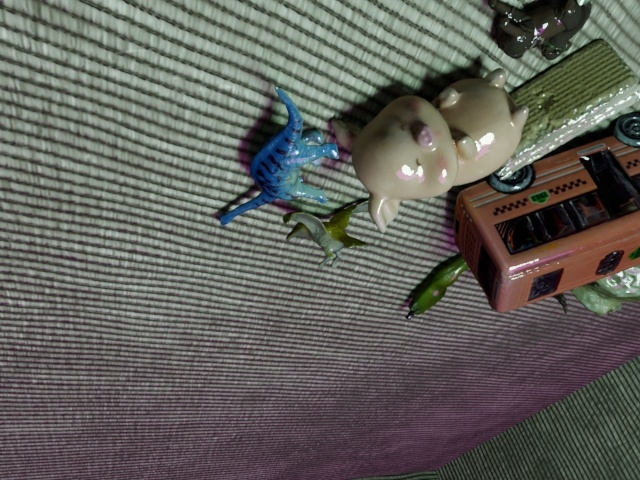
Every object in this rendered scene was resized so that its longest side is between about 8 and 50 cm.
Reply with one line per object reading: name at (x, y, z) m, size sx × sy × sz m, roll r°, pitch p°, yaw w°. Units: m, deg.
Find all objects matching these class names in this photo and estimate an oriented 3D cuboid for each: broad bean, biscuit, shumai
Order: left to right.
broad bean at (0.253, 0.102, 1.467) m, size 0.070 × 0.048 × 0.213 m, roll -2°, pitch 143°, yaw -49°
biscuit at (0.350, -0.196, 1.011) m, size 0.239 × 0.108 × 0.062 m, roll -32°, pitch 145°, yaw 17°
shumai at (0.606, 0.078, 1.375) m, size 0.261 × 0.225 × 0.221 m, roll -24°, pitch 134°, yaw -56°

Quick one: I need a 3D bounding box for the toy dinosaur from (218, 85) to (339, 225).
toy dinosaur at (-0.044, -0.110, 0.949) m, size 0.144 × 0.076 × 0.329 m, roll -5°, pitch 155°, yaw -25°

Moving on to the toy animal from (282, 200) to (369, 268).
toy animal at (0.000, 0.000, 1.106) m, size 0.219 × 0.095 × 0.155 m, roll -6°, pitch 160°, yaw -47°

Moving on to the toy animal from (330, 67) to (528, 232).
toy animal at (0.159, -0.141, 0.947) m, size 0.250 × 0.166 × 0.154 m, roll -21°, pitch 157°, yaw -9°

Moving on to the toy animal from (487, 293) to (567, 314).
toy animal at (0.426, 0.095, 1.427) m, size 0.160 × 0.197 × 0.272 m, roll -24°, pitch 155°, yaw -7°

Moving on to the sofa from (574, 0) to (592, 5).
sofa at (0.307, -0.382, 0.638) m, size 0.210 × 0.176 × 0.225 m, roll -18°, pitch 149°, yaw -5°

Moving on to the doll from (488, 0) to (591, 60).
doll at (0.297, -0.288, 0.895) m, size 0.139 × 0.057 × 0.165 m, roll -29°, pitch 153°, yaw 7°

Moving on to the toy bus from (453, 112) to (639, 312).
toy bus at (0.468, -0.045, 1.196) m, size 0.427 × 0.233 × 0.203 m, roll -19°, pitch 148°, yaw -2°
